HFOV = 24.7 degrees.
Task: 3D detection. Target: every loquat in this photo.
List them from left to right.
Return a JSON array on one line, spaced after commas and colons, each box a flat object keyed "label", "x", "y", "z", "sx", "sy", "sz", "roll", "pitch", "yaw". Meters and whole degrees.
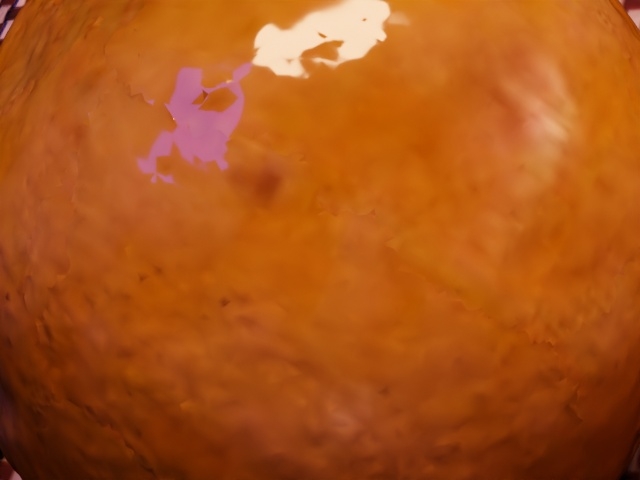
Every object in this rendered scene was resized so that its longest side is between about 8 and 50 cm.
[{"label": "loquat", "x": 0.000, "y": 0.000, "z": 0.620, "sx": 0.328, "sy": 0.328, "sz": 0.328, "roll": -19, "pitch": 50, "yaw": 24}]
